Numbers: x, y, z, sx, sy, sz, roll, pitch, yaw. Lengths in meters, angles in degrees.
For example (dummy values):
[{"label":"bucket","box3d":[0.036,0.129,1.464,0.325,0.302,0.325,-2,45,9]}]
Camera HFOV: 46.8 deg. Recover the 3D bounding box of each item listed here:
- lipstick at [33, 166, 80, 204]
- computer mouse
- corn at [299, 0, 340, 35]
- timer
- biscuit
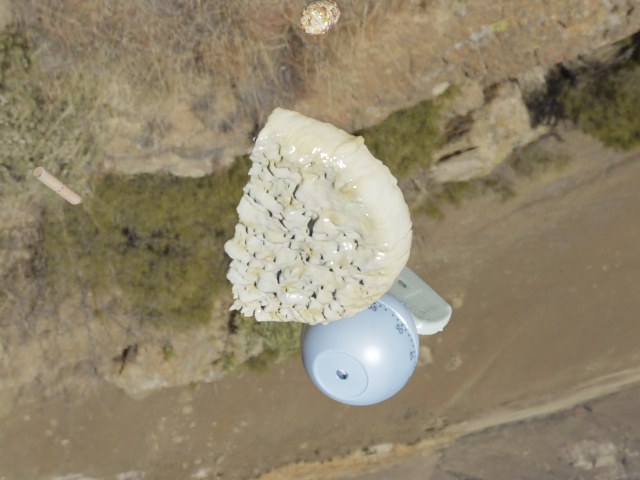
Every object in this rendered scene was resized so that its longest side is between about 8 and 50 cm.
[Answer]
[{"label":"lipstick","box3d":[-0.378,-0.078,1.065,0.019,0.019,0.094,-16,155,8]},{"label":"computer mouse","box3d":[0.123,0.093,1.309,0.128,0.231,0.079,-15,139,-47]},{"label":"corn","box3d":[0.005,-0.553,1.825,0.079,0.080,0.237,-21,-165,19]},{"label":"timer","box3d":[0.049,0.116,1.021,0.175,0.255,0.175,-1,114,-2]},{"label":"biscuit","box3d":[0.000,0.000,0.756,0.179,0.084,0.281,22,139,2]}]
